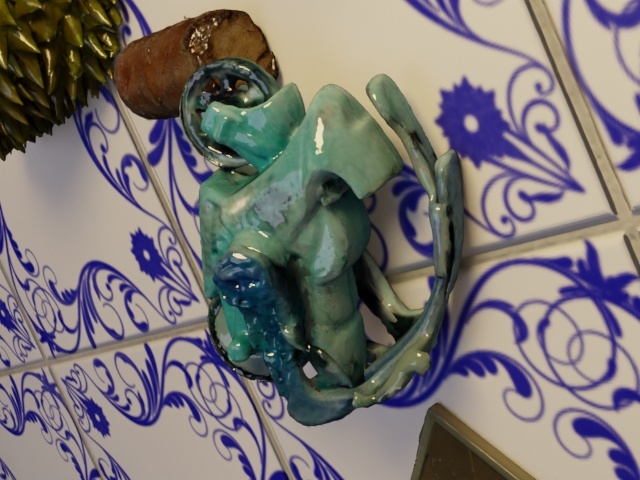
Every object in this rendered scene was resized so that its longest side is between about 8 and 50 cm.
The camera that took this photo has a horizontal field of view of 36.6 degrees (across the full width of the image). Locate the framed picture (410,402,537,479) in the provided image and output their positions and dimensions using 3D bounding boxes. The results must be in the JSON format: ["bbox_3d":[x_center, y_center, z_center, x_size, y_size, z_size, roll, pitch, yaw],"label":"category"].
[{"bbox_3d":[0.136,0.271,0.793,0.184,0.016,0.250,35,135,32],"label":"framed picture"}]

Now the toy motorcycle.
[{"bbox_3d":[0.000,0.000,0.697,0.206,0.154,0.260,7,116,22],"label":"toy motorcycle"}]

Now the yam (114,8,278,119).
[{"bbox_3d":[-0.103,-0.139,0.780,0.141,0.079,0.079,-3,110,52],"label":"yam"}]

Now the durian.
[{"bbox_3d":[-0.311,-0.198,0.931,0.198,0.163,0.394,55,149,15],"label":"durian"}]
